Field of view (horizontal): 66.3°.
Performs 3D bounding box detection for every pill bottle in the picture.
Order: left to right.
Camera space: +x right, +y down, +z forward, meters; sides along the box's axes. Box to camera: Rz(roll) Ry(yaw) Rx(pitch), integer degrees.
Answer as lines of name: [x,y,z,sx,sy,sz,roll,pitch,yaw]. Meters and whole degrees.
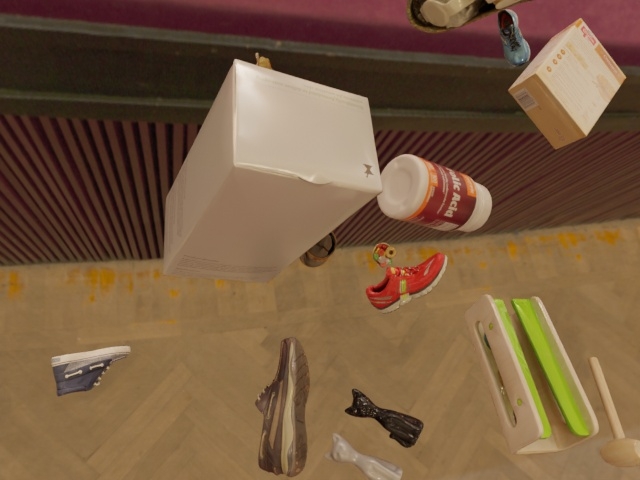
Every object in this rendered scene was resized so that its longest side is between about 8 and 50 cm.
pill bottle: [0.414,-0.153,1.744,0.392,0.224,0.224,10,70,-35]

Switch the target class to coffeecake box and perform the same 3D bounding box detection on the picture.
coffeecake box: [0.445,-0.281,0.879,0.142,0.068,0.185,46,66,-9]

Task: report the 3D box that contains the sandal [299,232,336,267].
sandal: [0.000,0.000,0.948,0.060,0.219,0.090,25,70,17]

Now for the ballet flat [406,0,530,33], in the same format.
ballet flat: [0.229,-0.355,0.661,0.123,0.348,0.123,-4,101,-21]

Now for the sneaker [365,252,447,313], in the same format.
sneaker: [0.251,0.116,1.466,0.118,0.279,0.107,46,24,-13]

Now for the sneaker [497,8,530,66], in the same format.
sneaker: [0.498,-0.534,1.290,0.073,0.063,0.162,-10,80,-55]

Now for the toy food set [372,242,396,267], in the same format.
toy food set: [0.217,0.049,1.683,0.083,0.020,0.082,30,81,-20]

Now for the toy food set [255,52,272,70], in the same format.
toy food set: [-0.126,-0.353,1.133,0.039,0.132,0.192,-7,37,3]

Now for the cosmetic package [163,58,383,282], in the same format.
cosmetic package: [-0.095,-0.065,0.717,0.197,0.365,0.155,8,63,-29]

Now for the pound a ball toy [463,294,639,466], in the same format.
pound a ball toy: [0.414,0.268,0.914,0.208,0.135,0.319,4,51,-17]

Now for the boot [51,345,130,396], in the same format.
boot: [-0.516,0.294,1.115,0.190,0.069,0.086,4,72,-57]

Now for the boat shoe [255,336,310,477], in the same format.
boat shoe: [-0.108,0.426,1.288,0.130,0.132,0.355,-7,56,14]

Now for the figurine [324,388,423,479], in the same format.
figurine: [0.137,0.538,1.315,0.210,0.092,0.214,25,82,14]
